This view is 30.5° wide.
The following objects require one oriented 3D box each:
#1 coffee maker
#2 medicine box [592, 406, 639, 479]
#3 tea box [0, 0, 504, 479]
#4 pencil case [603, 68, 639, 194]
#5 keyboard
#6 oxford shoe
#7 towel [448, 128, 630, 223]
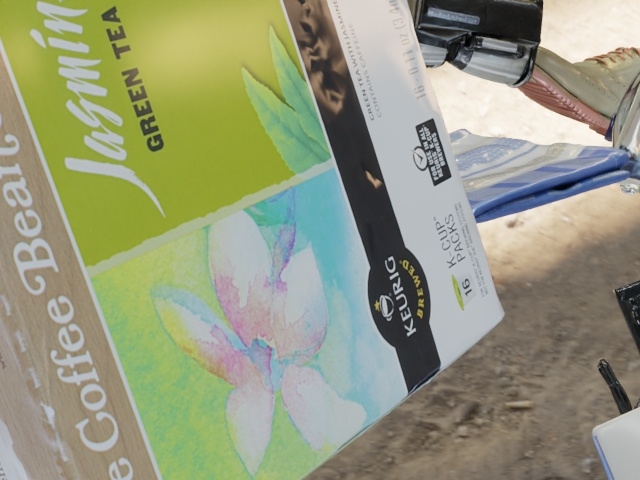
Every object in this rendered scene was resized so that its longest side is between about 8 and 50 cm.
[{"bbox_3d":[0.196,-0.300,1.575,0.120,0.178,0.171,134,143,-65],"label":"coffee maker"},{"bbox_3d":[0.346,0.267,0.856,0.149,0.289,0.264,-27,51,16],"label":"medicine box"},{"bbox_3d":[-0.111,-0.041,0.595,0.220,0.323,0.329,-12,101,40],"label":"tea box"},{"bbox_3d":[0.529,-0.064,1.354,0.410,0.160,0.184,28,112,7],"label":"pencil case"},{"bbox_3d":[0.503,0.213,1.712,0.201,0.033,0.317,-18,78,-13],"label":"keyboard"},{"bbox_3d":[0.436,-0.251,1.845,0.140,0.397,0.147,34,103,45],"label":"oxford shoe"},{"bbox_3d":[0.149,-0.070,1.204,0.285,0.209,0.034,18,121,60],"label":"towel"}]
